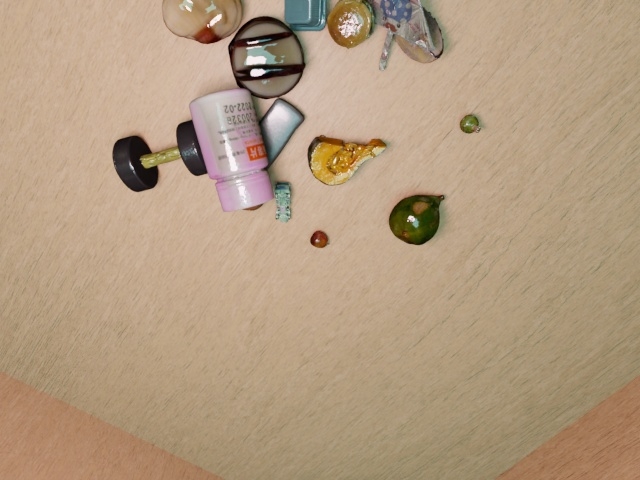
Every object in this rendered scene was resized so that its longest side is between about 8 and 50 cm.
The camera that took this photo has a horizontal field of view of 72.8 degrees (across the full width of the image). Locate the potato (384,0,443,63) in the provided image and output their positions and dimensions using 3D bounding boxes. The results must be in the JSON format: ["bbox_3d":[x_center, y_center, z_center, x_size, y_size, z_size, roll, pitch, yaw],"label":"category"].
[{"bbox_3d":[0.320,-0.716,1.489,0.120,0.100,0.261,-44,93,-21],"label":"potato"}]

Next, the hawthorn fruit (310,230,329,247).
[{"bbox_3d":[-0.005,-0.003,1.826,0.077,0.077,0.077,0,115,0],"label":"hawthorn fruit"}]

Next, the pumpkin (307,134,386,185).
[{"bbox_3d":[0.081,-0.340,1.628,0.280,0.139,0.190,-37,110,15],"label":"pumpkin"}]

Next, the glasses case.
[{"bbox_3d":[-0.198,-0.376,1.645,0.131,0.074,0.323,35,111,-13],"label":"glasses case"}]

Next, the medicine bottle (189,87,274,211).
[{"bbox_3d":[-0.301,-0.311,1.519,0.219,0.219,0.389,-13,101,6],"label":"medicine bottle"}]

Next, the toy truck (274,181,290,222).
[{"bbox_3d":[-0.149,-0.156,1.761,0.067,0.081,0.175,1,134,1],"label":"toy truck"}]

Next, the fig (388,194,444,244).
[{"bbox_3d":[0.397,-0.098,1.732,0.244,0.195,0.195,-38,114,-20],"label":"fig"}]

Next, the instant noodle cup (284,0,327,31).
[{"bbox_3d":[-0.056,-0.781,1.415,0.157,0.070,0.179,20,120,34],"label":"instant noodle cup"}]

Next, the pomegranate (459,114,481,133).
[{"bbox_3d":[0.559,-0.426,1.615,0.073,0.073,0.085,-43,78,18],"label":"pomegranate"}]

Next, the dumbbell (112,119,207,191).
[{"bbox_3d":[-0.569,-0.311,1.608,0.322,0.204,0.204,-13,115,6],"label":"dumbbell"}]

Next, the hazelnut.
[{"bbox_3d":[-0.390,-0.769,1.397,0.261,0.241,0.261,-17,130,-21],"label":"hazelnut"}]

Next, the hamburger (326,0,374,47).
[{"bbox_3d":[0.099,-0.729,1.426,0.159,0.131,0.185,2,122,25],"label":"hamburger"}]

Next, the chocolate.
[{"bbox_3d":[-0.189,-0.612,1.473,0.283,0.186,0.284,0,115,1],"label":"chocolate"}]

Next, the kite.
[{"bbox_3d":[0.237,-0.717,1.439,0.335,0.011,0.314,32,139,14],"label":"kite"}]

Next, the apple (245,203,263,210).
[{"bbox_3d":[-0.281,-0.181,1.720,0.125,0.102,0.126,0,131,0],"label":"apple"}]
